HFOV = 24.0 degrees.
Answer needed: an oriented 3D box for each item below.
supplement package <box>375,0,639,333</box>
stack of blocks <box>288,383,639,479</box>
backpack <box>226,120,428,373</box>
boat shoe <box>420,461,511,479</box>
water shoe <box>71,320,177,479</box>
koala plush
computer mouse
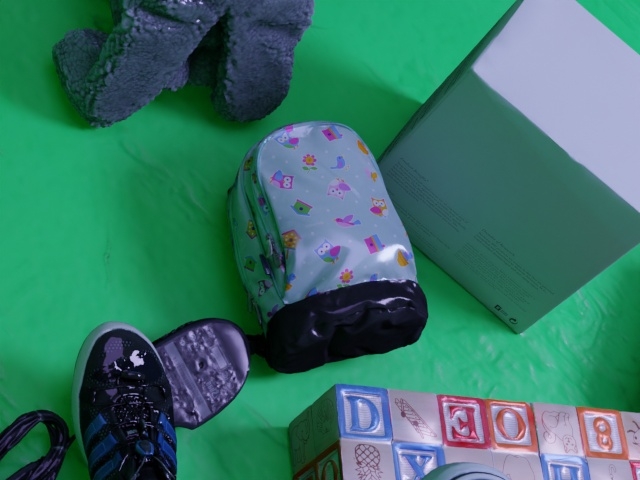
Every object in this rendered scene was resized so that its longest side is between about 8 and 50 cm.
[{"bbox_3d":[0.176,-0.068,1.254,0.194,0.203,0.149,40,51,-3],"label":"supplement package"},{"bbox_3d":[0.132,0.214,1.136,0.297,0.087,0.171,9,59,-25],"label":"stack of blocks"},{"bbox_3d":[0.000,0.000,1.174,0.152,0.115,0.182,-7,63,-29],"label":"backpack"},{"bbox_3d":[0.101,0.313,0.974,0.121,0.119,0.335,8,79,-15],"label":"boat shoe"},{"bbox_3d":[-0.119,0.152,1.012,0.073,0.080,0.203,0,79,-30],"label":"water shoe"},{"bbox_3d":[-0.118,-0.235,1.215,0.196,0.203,0.221,-3,52,-31],"label":"koala plush"},{"bbox_3d":[-0.148,0.125,1.073,0.242,0.041,0.071,-28,95,-32],"label":"computer mouse"}]
